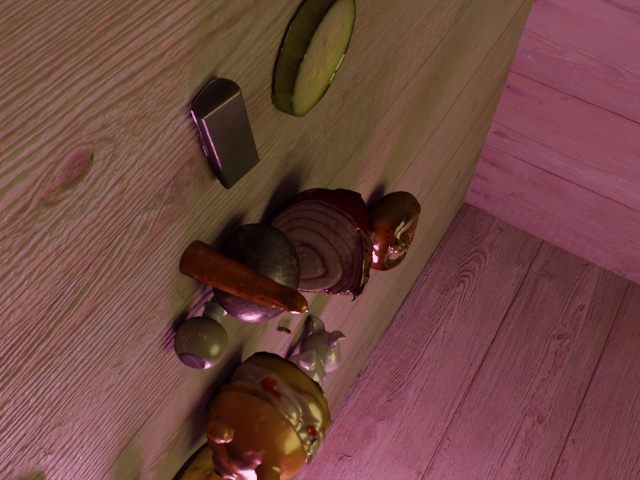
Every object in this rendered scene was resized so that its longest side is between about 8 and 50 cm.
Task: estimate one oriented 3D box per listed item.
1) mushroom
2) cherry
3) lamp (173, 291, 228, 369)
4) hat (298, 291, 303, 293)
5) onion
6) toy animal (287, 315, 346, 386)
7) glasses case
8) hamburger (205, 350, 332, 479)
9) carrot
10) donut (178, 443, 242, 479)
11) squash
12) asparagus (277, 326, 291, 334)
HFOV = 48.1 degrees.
[{"bbox_3d":[0.201,-0.031,2.088,0.253,0.153,0.253,-52,161,-26],"label":"mushroom"},{"bbox_3d":[-0.103,0.062,1.226,0.176,0.140,0.176,-2,92,-56],"label":"cherry"},{"bbox_3d":[-0.190,0.140,1.237,0.091,0.091,0.163,97,11,-53],"label":"lamp"},{"bbox_3d":[0.012,0.013,1.706,0.245,0.149,0.214,-15,162,-23],"label":"hat"},{"bbox_3d":[0.001,-0.001,1.396,0.207,0.216,0.206,-9,109,-84],"label":"onion"},{"bbox_3d":[-0.018,0.329,2.034,0.193,0.128,0.178,-51,160,-29],"label":"toy animal"},{"bbox_3d":[-0.131,-0.145,1.000,0.072,0.042,0.190,-51,162,-17],"label":"glasses case"},{"bbox_3d":[-0.129,0.413,1.564,0.237,0.277,0.276,-50,161,-46],"label":"hamburger"},{"bbox_3d":[-0.111,0.065,1.108,0.061,0.210,0.061,-61,167,-25],"label":"carrot"},{"bbox_3d":[-0.282,0.685,1.694,0.435,0.164,0.377,-47,157,-43],"label":"donut"},{"bbox_3d":[-0.008,-0.303,1.161,0.219,0.041,0.219,-59,169,-18],"label":"squash"},{"bbox_3d":[-0.092,0.229,1.829,0.114,0.014,0.015,48,54,-73],"label":"asparagus"}]
